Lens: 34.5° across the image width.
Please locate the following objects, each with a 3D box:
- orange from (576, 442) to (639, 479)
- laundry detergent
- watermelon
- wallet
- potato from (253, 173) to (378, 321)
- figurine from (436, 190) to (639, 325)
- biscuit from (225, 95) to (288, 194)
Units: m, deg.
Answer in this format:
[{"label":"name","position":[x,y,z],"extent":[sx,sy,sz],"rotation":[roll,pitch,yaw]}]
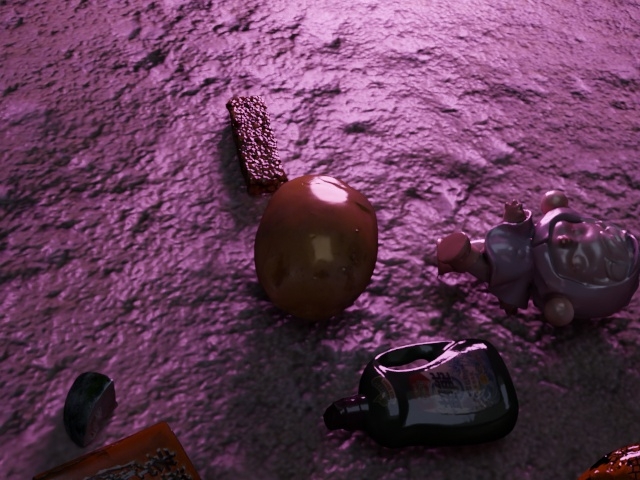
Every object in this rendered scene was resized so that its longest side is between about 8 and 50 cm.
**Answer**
[{"label":"orange","position":[0.342,0.313,1.010],"extent":[0.182,0.234,0.234],"rotation":[46,38,-25]},{"label":"laundry detergent","position":[0.109,0.181,1.202],"extent":[0.221,0.078,0.144],"rotation":[-5,45,-11]},{"label":"watermelon","position":[-0.253,0.191,1.157],"extent":[0.061,0.085,0.085],"rotation":[14,35,-41]},{"label":"wallet","position":[-0.187,0.286,1.065],"extent":[0.160,0.042,0.195],"rotation":[-19,52,-26]},{"label":"potato","position":[0.000,0.000,1.326],"extent":[0.150,0.146,0.234],"rotation":[30,39,-23]},{"label":"figurine","position":[0.287,0.031,1.346],"extent":[0.275,0.133,0.200],"rotation":[6,57,2]},{"label":"biscuit","position":[-0.095,-0.142,1.512],"extent":[0.064,0.034,0.199],"rotation":[-5,46,-14]}]
